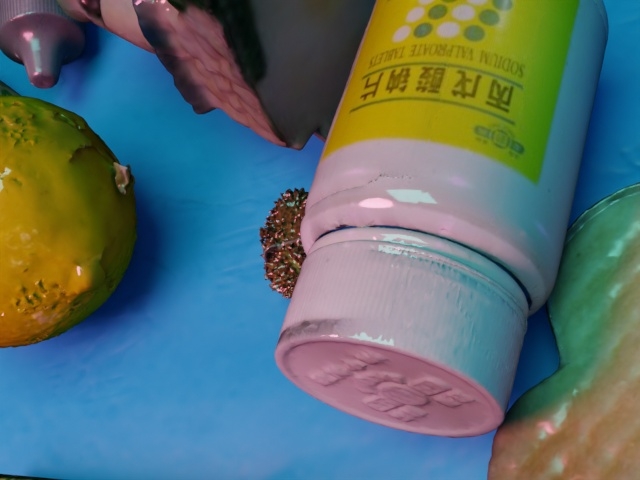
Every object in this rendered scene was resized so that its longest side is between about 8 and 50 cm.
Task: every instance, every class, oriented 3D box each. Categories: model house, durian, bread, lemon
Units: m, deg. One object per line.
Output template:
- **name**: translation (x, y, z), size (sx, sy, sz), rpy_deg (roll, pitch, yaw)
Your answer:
- **model house**: translation (-0.045, -0.252, 0.683), size (0.284, 0.243, 0.298), rpy_deg (29, 71, 37)
- **durian**: translation (0.000, 0.000, 0.643), size (0.080, 0.080, 0.091), rpy_deg (-5, 63, 24)
- **bread**: translation (0.182, 0.079, 0.518), size (0.172, 0.064, 0.232), rpy_deg (5, 69, 40)
- **lemon**: translation (-0.222, -0.013, 0.700), size (0.206, 0.173, 0.173), rpy_deg (-3, 67, 34)

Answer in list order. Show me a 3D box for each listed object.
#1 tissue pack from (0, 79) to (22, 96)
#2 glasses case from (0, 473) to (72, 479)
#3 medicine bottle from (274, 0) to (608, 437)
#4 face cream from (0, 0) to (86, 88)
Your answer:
- **tissue pack**: translation (-0.365, -0.142, 0.820), size (0.222, 0.186, 0.090), rpy_deg (35, 99, 33)
- **glasses case**: translation (-0.111, 0.198, 0.618), size (0.272, 0.062, 0.095), rpy_deg (-2, 73, 26)
- **medicine bottle**: translation (0.070, -0.033, 0.561), size (0.143, 0.143, 0.258), rpy_deg (4, 62, 28)
- **face cream**: translation (-0.243, -0.259, 0.866), size (0.092, 0.092, 0.311), rpy_deg (-21, 60, 17)
